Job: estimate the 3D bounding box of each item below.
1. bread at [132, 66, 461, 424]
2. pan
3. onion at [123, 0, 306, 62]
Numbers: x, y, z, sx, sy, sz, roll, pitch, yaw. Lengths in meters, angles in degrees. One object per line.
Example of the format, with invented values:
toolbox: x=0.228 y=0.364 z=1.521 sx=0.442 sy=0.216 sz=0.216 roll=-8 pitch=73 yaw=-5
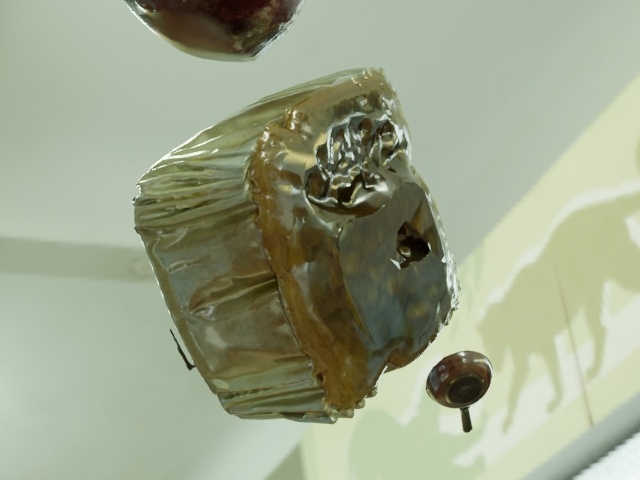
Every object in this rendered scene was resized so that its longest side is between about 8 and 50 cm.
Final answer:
bread: x=0.000 y=0.000 z=0.837 sx=0.110 sy=0.192 sz=0.210 roll=-13 pitch=12 yaw=35
pan: x=0.141 y=0.155 z=1.278 sx=0.068 sy=0.023 sz=0.115 roll=-19 pitch=-50 yaw=-4
onion: x=-0.092 y=-0.217 z=0.944 sx=0.135 sy=0.173 sz=0.198 roll=-45 pitch=-14 yaw=22
